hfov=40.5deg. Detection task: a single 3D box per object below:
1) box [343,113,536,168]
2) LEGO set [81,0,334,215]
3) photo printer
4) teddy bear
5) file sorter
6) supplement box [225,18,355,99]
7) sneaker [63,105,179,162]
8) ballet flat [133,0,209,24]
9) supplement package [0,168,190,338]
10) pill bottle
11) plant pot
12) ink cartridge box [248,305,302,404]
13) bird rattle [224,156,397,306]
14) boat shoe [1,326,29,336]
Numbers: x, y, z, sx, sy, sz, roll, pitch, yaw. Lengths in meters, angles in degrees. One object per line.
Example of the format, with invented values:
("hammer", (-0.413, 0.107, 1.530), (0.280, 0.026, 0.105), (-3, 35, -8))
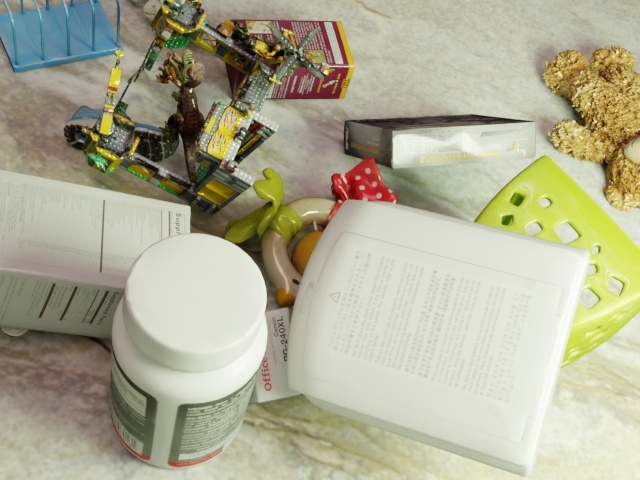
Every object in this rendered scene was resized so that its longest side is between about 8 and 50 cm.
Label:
("box", (0.174, -0.151, 1.290), (0.231, 0.056, 0.183), (-6, 14, -20))
("LEGO set", (-0.153, -0.201, 1.153), (0.255, 0.192, 0.331), (37, 65, -14))
("photo printer", (0.119, 0.096, 0.979), (0.308, 0.107, 0.255), (14, 83, 19))
("teddy bear", (0.503, -0.210, 1.451), (0.245, 0.113, 0.337), (9, 54, -5))
("file sorter", (-0.401, -0.348, 1.322), (0.170, 0.104, 0.118), (-17, 62, -25))
("supplement box", (-0.052, -0.288, 1.382), (0.188, 0.080, 0.104), (-3, 57, -17))
("sneaker", (-0.282, -0.165, 1.249), (0.162, 0.063, 0.073), (12, 50, -6))
("ballet flat", (-0.267, -0.403, 1.423), (0.077, 0.091, 0.241), (-37, 63, 0))
("supplement package", (-0.290, 0.025, 1.032), (0.244, 0.134, 0.139), (11, 54, -24))
("pill bottle", (-0.145, 0.125, 0.940), (0.161, 0.283, 0.161), (7, 54, -10))
("plant pot", (0.260, 0.065, 1.129), (0.207, 0.228, 0.227), (-30, 69, -23))
("ink cartridge box", (-0.025, 0.137, 1.078), (0.151, 0.063, 0.109), (-9, 82, -20))
("bird rattle", (0.000, 0.000, 1.197), (0.254, 0.143, 0.206), (1, 66, -29))
("boat shoe", (-0.362, 0.070, 1.077), (0.046, 0.038, 0.125), (23, 52, -16))
